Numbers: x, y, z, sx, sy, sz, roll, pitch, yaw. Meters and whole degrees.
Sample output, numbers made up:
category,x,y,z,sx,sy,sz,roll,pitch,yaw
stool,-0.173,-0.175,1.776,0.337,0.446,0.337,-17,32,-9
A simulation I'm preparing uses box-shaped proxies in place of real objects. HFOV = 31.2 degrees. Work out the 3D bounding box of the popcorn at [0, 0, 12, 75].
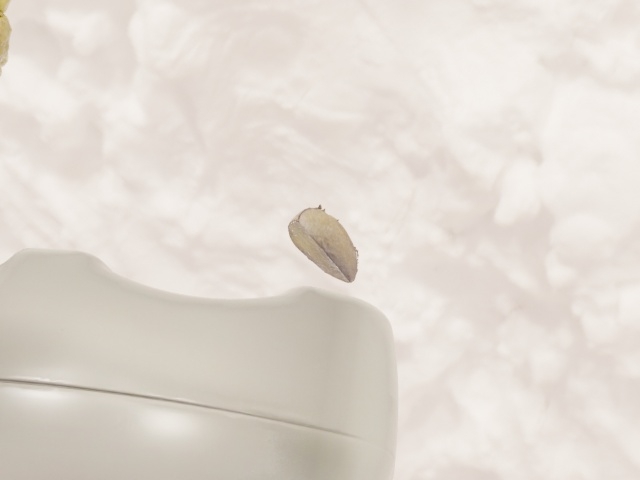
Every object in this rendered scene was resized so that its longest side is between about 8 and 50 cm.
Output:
category,x,y,z,sx,sy,sz,roll,pitch,yaw
popcorn,-0.478,-0.234,1.383,0.192,0.233,0.266,26,172,-39

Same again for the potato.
category,x,y,z,sx,sy,sz,roll,pitch,yaw
potato,0.000,-0.001,1.083,0.036,0.037,0.093,-4,138,44

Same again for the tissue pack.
category,x,y,z,sx,sy,sz,roll,pitch,yaw
tissue pack,-0.112,0.158,0.857,0.333,0.236,0.229,8,151,0
